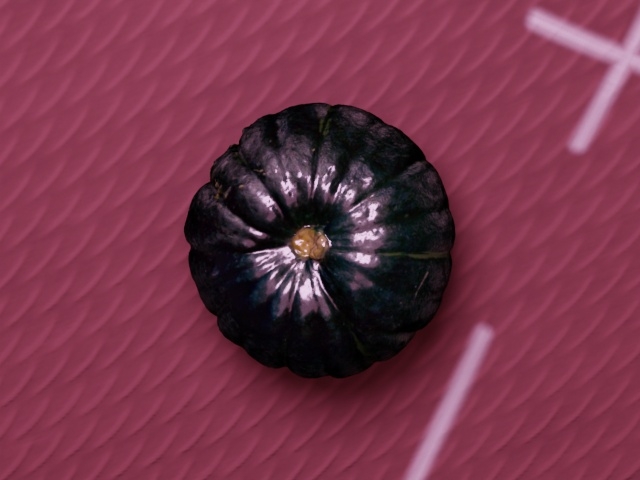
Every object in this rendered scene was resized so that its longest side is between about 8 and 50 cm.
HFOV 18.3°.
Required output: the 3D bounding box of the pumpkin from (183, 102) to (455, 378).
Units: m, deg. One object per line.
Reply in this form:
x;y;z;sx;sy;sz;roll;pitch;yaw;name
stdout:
0.000;0.000;1.586;0.221;0.162;0.220;0;91;7;pumpkin
